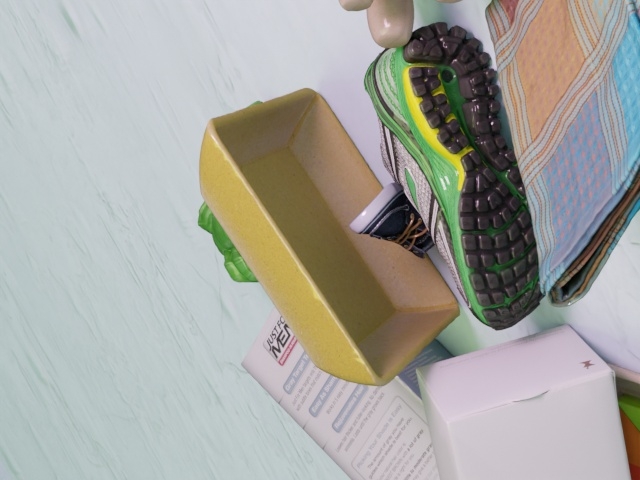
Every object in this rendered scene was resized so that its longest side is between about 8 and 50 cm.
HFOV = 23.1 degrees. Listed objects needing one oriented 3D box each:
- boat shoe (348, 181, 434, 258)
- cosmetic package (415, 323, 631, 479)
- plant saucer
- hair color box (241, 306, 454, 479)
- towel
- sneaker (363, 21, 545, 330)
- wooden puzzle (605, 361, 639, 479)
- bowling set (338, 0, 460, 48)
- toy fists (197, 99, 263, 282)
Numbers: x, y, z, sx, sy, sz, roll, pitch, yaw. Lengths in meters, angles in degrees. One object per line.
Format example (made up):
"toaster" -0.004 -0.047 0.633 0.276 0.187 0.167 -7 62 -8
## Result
"boat shoe" 0.097 -0.019 1.795 0.083 0.183 0.065 47 110 6
"cosmetic package" 0.247 0.304 1.772 0.155 0.196 0.366 -122 18 -70
"plant saucer" 0.000 0.000 1.780 0.081 0.332 0.333 -34 89 24
"hair color box" 0.087 0.209 1.994 0.374 0.113 0.185 44 129 18
"towel" 0.227 -0.160 1.424 0.271 0.040 0.370 114 155 -49
"sneaker" 0.154 -0.066 1.728 0.146 0.134 0.344 -11 99 61
"wooden puzzle" 0.404 0.261 1.727 0.221 0.044 0.239 16 129 44
"bowling set" 0.068 -0.319 1.531 0.287 0.199 0.154 -28 60 50
"toy fists" -0.079 -0.046 2.045 0.142 0.096 0.279 44 143 17
